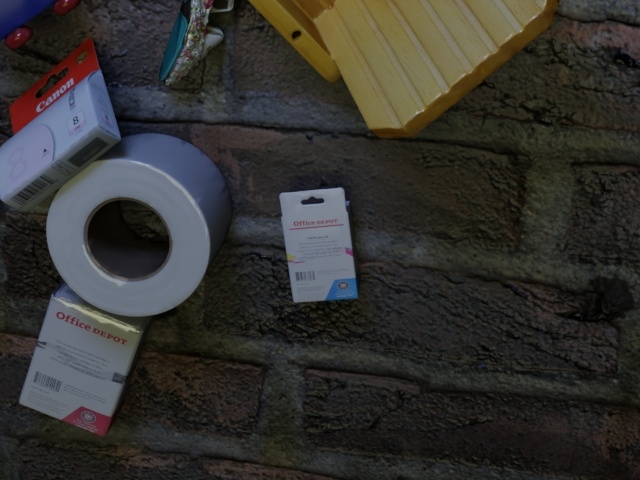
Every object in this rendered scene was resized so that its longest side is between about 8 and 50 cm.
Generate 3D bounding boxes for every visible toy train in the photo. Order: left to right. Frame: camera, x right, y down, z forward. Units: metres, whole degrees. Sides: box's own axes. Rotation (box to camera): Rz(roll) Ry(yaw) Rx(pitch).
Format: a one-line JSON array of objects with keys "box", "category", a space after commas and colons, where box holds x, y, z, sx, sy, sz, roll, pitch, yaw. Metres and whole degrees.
[{"box": [-0.374, -0.384, 1.387, 0.248, 0.143, 0.105, -32, 111, 11], "category": "toy train"}]

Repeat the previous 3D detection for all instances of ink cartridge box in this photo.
[{"box": [-0.395, -0.181, 1.418, 0.189, 0.232, 0.066, -35, 147, 16], "category": "ink cartridge box"}, {"box": [-0.385, 0.190, 1.612, 0.159, 0.092, 0.217, 22, 112, -2], "category": "ink cartridge box"}, {"box": [0.000, 0.000, 1.515, 0.104, 0.061, 0.181, -4, 109, 8], "category": "ink cartridge box"}]

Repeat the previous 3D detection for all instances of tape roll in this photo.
[{"box": [-0.269, -0.027, 1.480, 0.246, 0.169, 0.246, 2, 109, 6], "category": "tape roll"}]

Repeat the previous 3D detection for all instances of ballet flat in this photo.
[{"box": [-0.168, -0.329, 1.411, 0.077, 0.091, 0.240, 11, 116, -21], "category": "ballet flat"}]

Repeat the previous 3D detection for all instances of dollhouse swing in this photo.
[{"box": [0.075, -0.363, 1.231, 0.347, 0.305, 0.315, -38, 121, 18], "category": "dollhouse swing"}]
